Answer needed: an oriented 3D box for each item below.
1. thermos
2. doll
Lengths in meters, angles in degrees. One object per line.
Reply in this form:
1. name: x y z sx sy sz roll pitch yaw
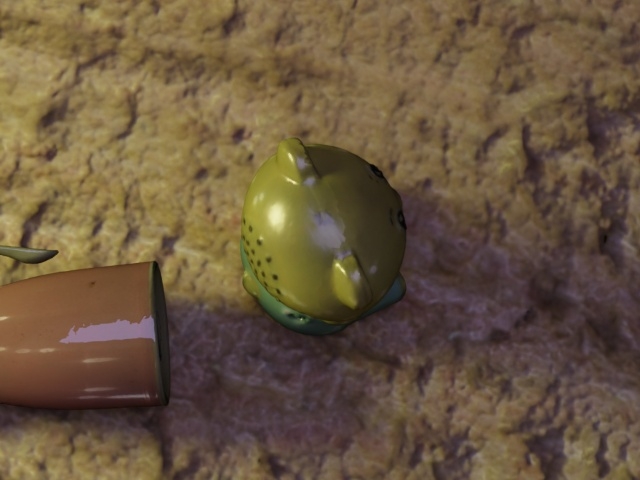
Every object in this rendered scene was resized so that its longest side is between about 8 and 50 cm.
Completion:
1. thermos: -0.288 0.089 1.808 0.265 0.146 0.176 -3 85 -1
2. doll: 0.000 0.000 1.792 0.161 0.260 0.177 -22 82 -8
